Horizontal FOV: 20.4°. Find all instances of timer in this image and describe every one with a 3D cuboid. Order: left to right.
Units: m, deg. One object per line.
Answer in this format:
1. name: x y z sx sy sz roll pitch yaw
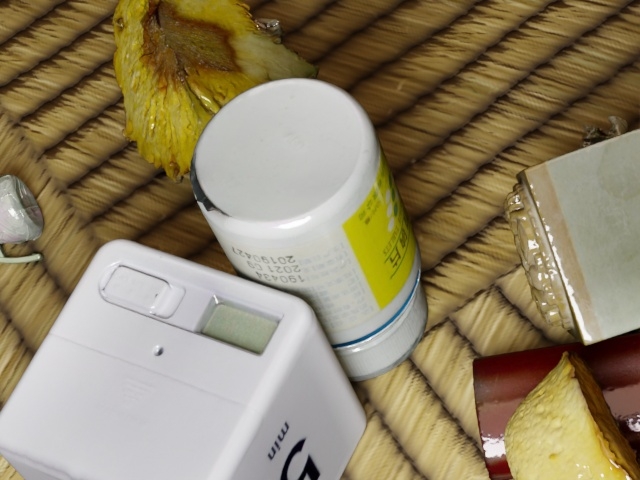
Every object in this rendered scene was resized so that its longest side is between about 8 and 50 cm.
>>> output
1. timer: -0.102 0.142 1.363 0.192 0.195 0.194 18 65 25

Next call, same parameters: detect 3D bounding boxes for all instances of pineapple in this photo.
1. pineapple: -0.100 -0.147 1.617 0.164 0.140 0.250 -8 64 -38

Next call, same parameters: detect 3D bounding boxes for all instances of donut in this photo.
1. donut: 0.198 0.185 1.258 0.085 0.141 0.217 -34 73 13

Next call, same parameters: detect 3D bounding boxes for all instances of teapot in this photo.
1. teapot: -0.286 -0.012 1.602 0.064 0.064 0.083 -26 86 8

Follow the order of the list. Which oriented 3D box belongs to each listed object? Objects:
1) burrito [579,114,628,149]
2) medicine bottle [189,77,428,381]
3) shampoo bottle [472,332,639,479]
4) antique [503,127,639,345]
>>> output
1. burrito: 0.228 -0.035 1.469 0.055 0.041 0.149 -3 61 31
2. medicine bottle: 0.000 0.000 1.384 0.143 0.258 0.143 -7 57 11
3. shampoo bottle: 0.250 0.118 1.354 0.260 0.064 0.102 -9 59 10
4. antique: 0.223 -0.005 1.357 0.148 0.152 0.147 -20 89 3
